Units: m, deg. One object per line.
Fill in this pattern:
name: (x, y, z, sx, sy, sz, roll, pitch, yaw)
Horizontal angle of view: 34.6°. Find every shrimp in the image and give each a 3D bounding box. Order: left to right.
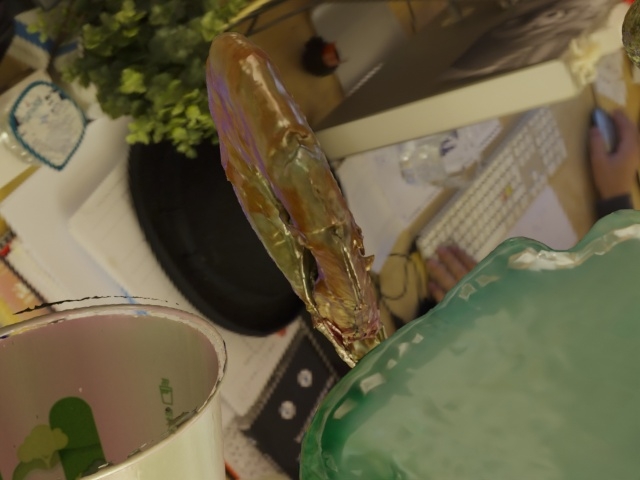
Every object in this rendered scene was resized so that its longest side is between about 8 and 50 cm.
shrimp: (-0.001, 0.001, 0.641, 0.062, 0.154, 0.294, -31, 136, -3)

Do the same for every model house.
model house: (0.163, 0.162, 0.418, 0.230, 0.281, 0.248, -38, 133, -31)

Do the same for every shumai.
shumai: (0.278, -0.167, 0.816, 0.080, 0.082, 0.083, -20, 120, -66)

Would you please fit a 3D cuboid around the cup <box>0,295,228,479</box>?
cup: (-0.173, 0.216, 0.784, 0.253, 0.253, 0.273, -32, 122, -42)
